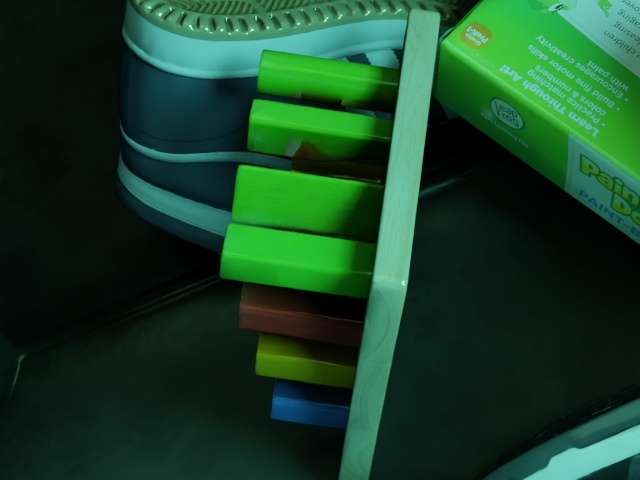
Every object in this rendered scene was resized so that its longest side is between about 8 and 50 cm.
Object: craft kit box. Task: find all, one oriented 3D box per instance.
[{"bbox_3d":[0.226,-0.092,0.844,0.250,0.061,0.246,38,66,17],"label":"craft kit box"}]

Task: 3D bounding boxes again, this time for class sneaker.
[{"bbox_3d":[0.159,0.102,0.735,0.234,0.084,0.097,-28,86,19],"label":"sneaker"},{"bbox_3d":[0.021,-0.071,0.936,0.282,0.153,0.099,-4,39,-25],"label":"sneaker"}]

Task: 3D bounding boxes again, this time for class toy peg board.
[{"bbox_3d":[0.000,0.000,0.813,0.079,0.161,0.161,9,52,1],"label":"toy peg board"}]
